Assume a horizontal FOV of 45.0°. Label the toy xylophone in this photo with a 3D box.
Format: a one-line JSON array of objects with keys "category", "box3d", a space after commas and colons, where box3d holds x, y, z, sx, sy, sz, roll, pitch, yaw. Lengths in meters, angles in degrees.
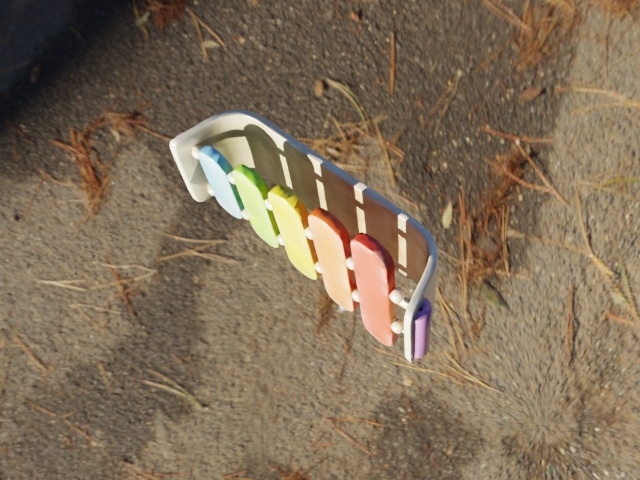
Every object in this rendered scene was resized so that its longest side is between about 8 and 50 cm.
[{"category": "toy xylophone", "box3d": [0.000, 0.000, 0.780, 0.322, 0.236, 0.081, 33, 70, 30]}]
